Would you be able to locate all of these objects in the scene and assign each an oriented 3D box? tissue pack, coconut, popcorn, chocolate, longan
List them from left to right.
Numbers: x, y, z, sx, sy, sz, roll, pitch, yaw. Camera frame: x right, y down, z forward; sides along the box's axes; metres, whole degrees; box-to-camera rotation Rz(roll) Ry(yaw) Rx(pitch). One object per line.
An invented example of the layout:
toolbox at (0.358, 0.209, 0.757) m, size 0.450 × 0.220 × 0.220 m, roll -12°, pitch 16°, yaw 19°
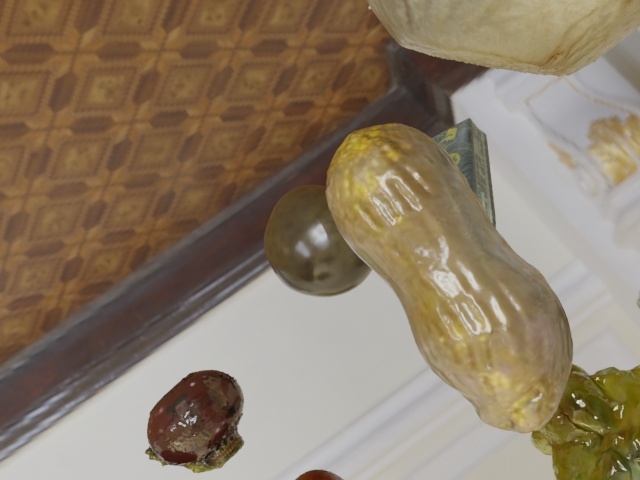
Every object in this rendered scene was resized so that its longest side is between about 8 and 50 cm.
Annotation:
longan at (0.000, 0.000, 1.688) m, size 0.196 × 0.220 × 0.197 m, roll -21°, pitch 127°, yaw -31°
tissue pack at (0.226, -0.089, 1.838) m, size 0.185 × 0.257 × 0.081 m, roll -31°, pitch 127°, yaw 31°
chocolate at (0.120, 0.028, 0.884) m, size 0.134 × 0.309 × 0.134 m, roll -33°, pitch 175°, yaw -3°
coconut at (0.213, -0.382, 1.021) m, size 0.415 × 0.344 × 0.416 m, roll -38°, pitch 135°, yaw -51°
popcorn at (0.452, 0.317, 1.531) m, size 0.276 × 0.276 × 0.225 m, roll -34°, pitch 147°, yaw -7°

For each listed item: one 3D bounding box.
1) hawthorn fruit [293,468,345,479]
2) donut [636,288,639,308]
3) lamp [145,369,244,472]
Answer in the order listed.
hawthorn fruit at (0.011, 0.451, 1.483) m, size 0.179 × 0.200 × 0.179 m, roll -54°, pitch -174°, yaw 9°
donut at (0.620, 0.078, 1.300) m, size 0.383 × 0.382 × 0.143 m, roll 65°, pitch 40°, yaw -65°
lamp at (-0.174, 0.268, 1.444) m, size 0.156 × 0.135 × 0.157 m, roll -42°, pitch 174°, yaw -32°
